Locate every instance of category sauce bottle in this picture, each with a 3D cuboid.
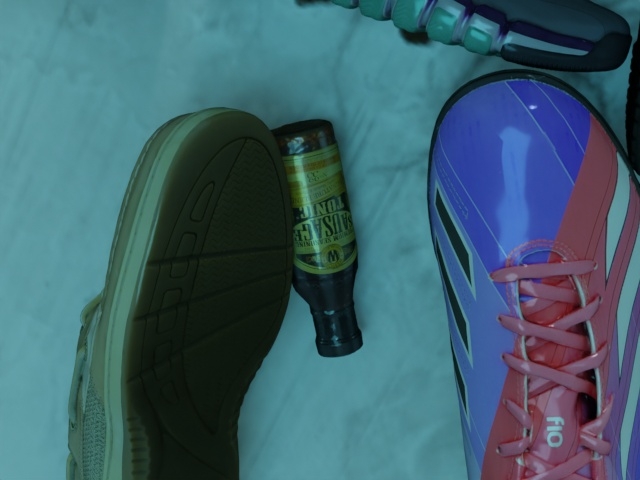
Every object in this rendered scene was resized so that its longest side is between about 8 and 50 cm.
[{"bbox_3d":[0.000,0.000,0.664,0.042,0.042,0.128,-9,106,15],"label":"sauce bottle"}]

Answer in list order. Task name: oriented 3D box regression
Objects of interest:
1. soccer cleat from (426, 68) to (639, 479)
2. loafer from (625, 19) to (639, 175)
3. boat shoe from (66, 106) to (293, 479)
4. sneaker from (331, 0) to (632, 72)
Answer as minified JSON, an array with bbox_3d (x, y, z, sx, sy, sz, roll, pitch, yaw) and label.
[{"bbox_3d":[0.113,0.076,0.599,0.108,0.116,0.318,-4,116,14],"label":"soccer cleat"},{"bbox_3d":[0.192,-0.133,0.565,0.078,0.080,0.220,6,118,7],"label":"loafer"},{"bbox_3d":[-0.092,0.062,0.668,0.098,0.109,0.302,32,124,37],"label":"boat shoe"},{"bbox_3d":[0.049,-0.151,0.585,0.223,0.083,0.098,19,106,7],"label":"sneaker"}]
